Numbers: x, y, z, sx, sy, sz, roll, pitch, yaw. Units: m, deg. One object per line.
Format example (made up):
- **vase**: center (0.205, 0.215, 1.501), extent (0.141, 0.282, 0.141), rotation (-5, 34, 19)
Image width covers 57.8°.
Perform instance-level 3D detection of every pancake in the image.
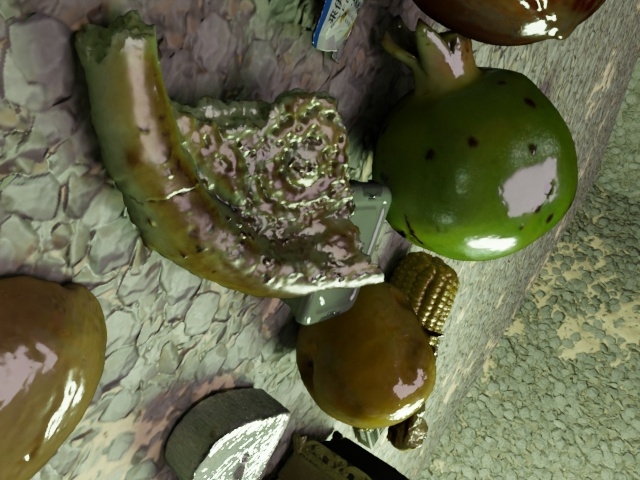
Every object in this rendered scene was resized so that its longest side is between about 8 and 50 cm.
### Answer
- **pancake**: center (-0.043, -0.044, 0.495), extent (0.376, 0.054, 0.197), rotation (33, 91, -47)
- **pancake**: center (0.193, 0.282, 1.117), extent (0.245, 0.057, 0.266), rotation (-60, -179, -12)

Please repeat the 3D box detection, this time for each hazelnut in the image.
- **hazelnut**: center (0.198, -0.297, 0.575), extent (0.229, 0.229, 0.230), rotation (-42, 147, -36)

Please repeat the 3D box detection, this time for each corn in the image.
- **corn**: center (0.139, 0.188, 1.065), extent (0.131, 0.131, 0.345), rotation (6, 109, -62)

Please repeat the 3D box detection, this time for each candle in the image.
- **candle**: center (-0.113, 0.262, 0.744), extent (0.168, 0.068, 0.192), rotation (-38, 146, -35)

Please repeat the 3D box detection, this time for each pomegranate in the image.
- **pomegranate**: center (0.173, -0.120, 0.729), extent (0.260, 0.260, 0.341), rotation (-47, 117, -29)

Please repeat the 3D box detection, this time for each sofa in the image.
- **sofa**: center (0.028, 0.470, 1.043), extent (0.182, 0.199, 0.258), rotation (-62, 155, -6)

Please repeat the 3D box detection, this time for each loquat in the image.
- **loquat**: center (0.067, 0.160, 0.831), extent (0.213, 0.213, 0.213), rotation (-42, 147, -36)

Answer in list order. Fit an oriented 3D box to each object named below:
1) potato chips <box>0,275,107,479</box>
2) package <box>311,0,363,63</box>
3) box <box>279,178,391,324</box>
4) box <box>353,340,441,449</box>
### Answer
- **potato chips**: center (-0.231, 0.125, 0.417), extent (0.208, 0.061, 0.196), rotation (-37, 142, -37)
- **package**: center (0.037, -0.252, 0.533), extent (0.173, 0.027, 0.171), rotation (-58, 174, -75)
- **box**: center (0.000, 0.000, 0.678), extent (0.124, 0.092, 0.172), rotation (-7, 120, -58)
- **box**: center (0.182, 0.310, 1.338), extent (0.325, 0.047, 0.180), rotation (-50, 151, -24)
